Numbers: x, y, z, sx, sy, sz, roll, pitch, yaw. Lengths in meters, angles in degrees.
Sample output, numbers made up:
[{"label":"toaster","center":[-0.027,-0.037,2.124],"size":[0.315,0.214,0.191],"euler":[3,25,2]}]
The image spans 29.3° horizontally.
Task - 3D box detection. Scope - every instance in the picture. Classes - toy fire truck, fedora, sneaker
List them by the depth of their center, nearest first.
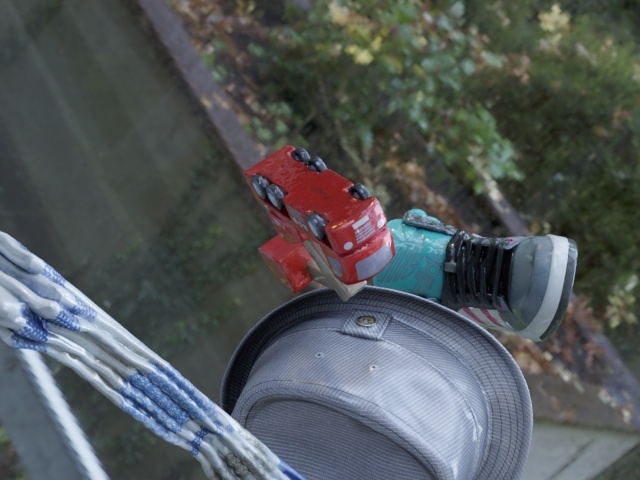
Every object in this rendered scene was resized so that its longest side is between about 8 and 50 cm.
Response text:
[{"label":"toy fire truck","center":[0.000,0.000,0.926],"size":[0.192,0.047,0.135],"euler":[35,-25,53]},{"label":"fedora","center":[0.034,0.168,1.030],"size":[0.275,0.243,0.124],"euler":[19,19,10]},{"label":"sneaker","center":[0.149,0.030,1.292],"size":[0.178,0.123,0.295],"euler":[13,-9,-6]}]

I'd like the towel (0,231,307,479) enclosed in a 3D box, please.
[{"label":"towel","center":[-0.121,0.048,0.611],"size":[0.209,0.034,0.285],"euler":[32,-12,36]}]
